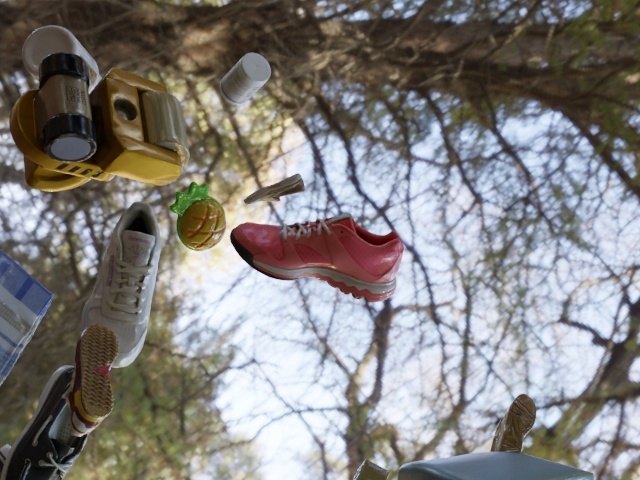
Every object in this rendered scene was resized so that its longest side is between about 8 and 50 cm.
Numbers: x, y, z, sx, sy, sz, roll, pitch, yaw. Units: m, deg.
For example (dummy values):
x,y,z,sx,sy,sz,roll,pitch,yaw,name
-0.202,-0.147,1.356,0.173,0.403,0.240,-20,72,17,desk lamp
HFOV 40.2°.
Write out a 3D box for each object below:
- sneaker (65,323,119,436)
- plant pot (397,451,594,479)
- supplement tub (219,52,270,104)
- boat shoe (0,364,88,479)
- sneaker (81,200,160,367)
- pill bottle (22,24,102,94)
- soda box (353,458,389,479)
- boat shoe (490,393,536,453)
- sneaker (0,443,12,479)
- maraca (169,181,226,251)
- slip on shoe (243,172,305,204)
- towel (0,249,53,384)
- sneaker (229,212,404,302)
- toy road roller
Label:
x,y,z,sx,sy,sz,roll,pitch,yaw,name
-0.366,0.216,1.370,0.069,0.185,0.084,27,-56,-28,sneaker
0.249,0.462,1.408,0.252,0.247,0.247,14,-80,55,plant pot
-0.158,-0.335,1.820,0.107,0.071,0.071,-31,-89,52,supplement tub
-0.488,0.371,1.602,0.091,0.303,0.114,-2,-27,35,boat shoe
-0.345,0.068,1.521,0.152,0.114,0.305,122,-26,-54,sneaker
-0.597,-0.401,2.061,0.131,0.131,0.229,50,-3,12,pill bottle
0.077,0.537,1.761,0.058,0.181,0.061,28,-41,3,soda box
0.367,0.369,1.695,0.063,0.170,0.059,41,-42,-2,boat shoe
-0.613,0.551,1.782,0.126,0.127,0.321,34,-33,37,sneaker
-0.283,-0.053,2.032,0.099,0.127,0.186,31,-30,42,maraca
-0.098,-0.100,1.876,0.051,0.135,0.041,-118,-176,-78,slip on shoe
-0.604,0.141,1.522,0.034,0.285,0.209,-22,-57,36,towel
0.000,0.000,1.537,0.116,0.313,0.136,-95,-157,-59,sneaker
-0.450,-0.203,1.734,0.240,0.329,0.203,-37,-125,38,toy road roller
